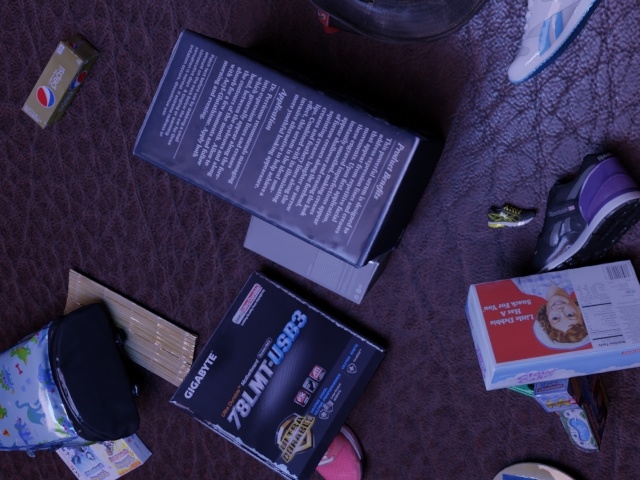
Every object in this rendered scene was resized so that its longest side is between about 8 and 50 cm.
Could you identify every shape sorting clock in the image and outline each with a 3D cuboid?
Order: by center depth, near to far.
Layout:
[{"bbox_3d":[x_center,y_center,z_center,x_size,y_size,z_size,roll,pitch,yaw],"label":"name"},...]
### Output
[{"bbox_3d":[0.414,0.496,1.862,0.206,0.040,0.206,11,122,19],"label":"shape sorting clock"}]

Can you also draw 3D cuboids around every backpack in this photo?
[{"bbox_3d":[-0.581,0.315,2.109,0.355,0.273,0.290,-17,91,52],"label":"backpack"}]

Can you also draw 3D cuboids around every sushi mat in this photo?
[{"bbox_3d":[-0.401,0.185,2.093,0.316,0.019,0.151,27,123,11],"label":"sushi mat"}]

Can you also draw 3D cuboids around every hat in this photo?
[{"bbox_3d":[0.109,-0.437,1.432,0.331,0.134,0.332,1,103,3],"label":"hat"}]

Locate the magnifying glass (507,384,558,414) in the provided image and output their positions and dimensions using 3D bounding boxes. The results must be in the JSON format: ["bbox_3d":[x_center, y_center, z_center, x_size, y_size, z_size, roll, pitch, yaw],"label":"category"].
[{"bbox_3d":[0.386,0.260,1.773,0.231,0.026,0.092,41,123,3],"label":"magnifying glass"}]

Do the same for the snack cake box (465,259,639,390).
[{"bbox_3d":[0.374,0.133,1.566,0.264,0.152,0.089,-8,149,-4],"label":"snack cake box"}]

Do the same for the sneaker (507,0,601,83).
[{"bbox_3d":[0.341,-0.334,1.475,0.092,0.087,0.229,39,117,11],"label":"sneaker"}]

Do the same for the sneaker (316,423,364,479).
[{"bbox_3d":[-0.036,0.378,1.952,0.116,0.136,0.314,-28,100,33],"label":"sneaker"}]

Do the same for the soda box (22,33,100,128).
[{"bbox_3d":[-0.487,-0.297,1.873,0.058,0.061,0.181,43,123,0],"label":"soda box"}]

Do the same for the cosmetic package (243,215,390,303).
[{"bbox_3d":[0.000,0.000,1.760,0.237,0.127,0.107,28,123,8],"label":"cosmetic package"}]

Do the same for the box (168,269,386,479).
[{"bbox_3d":[-0.076,0.253,1.847,0.293,0.073,0.296,32,79,7],"label":"box"}]

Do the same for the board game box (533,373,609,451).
[{"bbox_3d":[0.411,0.244,1.651,0.060,0.194,0.194,-14,107,29],"label":"board game box"}]

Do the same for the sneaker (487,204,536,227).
[{"bbox_3d":[0.313,-0.043,1.653,0.083,0.031,0.035,-8,110,27],"label":"sneaker"}]

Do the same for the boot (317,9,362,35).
[{"bbox_3d":[-0.002,-0.430,1.579,0.244,0.088,0.176,32,124,3],"label":"boot"}]

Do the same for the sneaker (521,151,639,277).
[{"bbox_3d":[0.404,-0.029,1.597,0.283,0.107,0.124,-55,49,46],"label":"sneaker"}]

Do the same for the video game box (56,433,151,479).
[{"bbox_3d":[-0.508,0.457,2.258,0.205,0.048,0.187,-34,99,33],"label":"video game box"}]

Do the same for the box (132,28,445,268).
[{"bbox_3d":[-0.037,-0.146,1.575,0.395,0.293,0.212,27,101,10],"label":"box"}]
